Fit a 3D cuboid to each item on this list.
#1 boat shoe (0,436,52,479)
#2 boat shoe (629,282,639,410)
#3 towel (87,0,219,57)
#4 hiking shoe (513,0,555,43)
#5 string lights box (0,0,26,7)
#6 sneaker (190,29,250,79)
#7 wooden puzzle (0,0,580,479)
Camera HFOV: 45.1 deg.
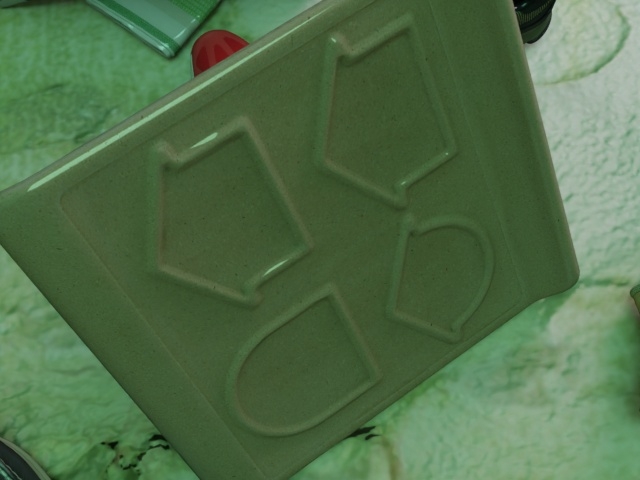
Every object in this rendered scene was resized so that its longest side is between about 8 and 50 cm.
[{"bbox_3d":[-0.311,0.166,0.586,0.285,0.092,0.103,40,81,11],"label":"boat shoe"},{"bbox_3d":[0.288,0.059,0.632,0.072,0.068,0.190,24,66,19],"label":"boat shoe"},{"bbox_3d":[-0.139,-0.256,0.737,0.113,0.023,0.152,35,76,7],"label":"towel"},{"bbox_3d":[0.099,-0.213,0.673,0.227,0.114,0.086,-11,75,-3],"label":"hiking shoe"},{"bbox_3d":[-0.210,-0.282,0.639,0.260,0.133,0.076,-6,74,22],"label":"string lights box"},{"bbox_3d":[-0.045,-0.105,0.638,0.087,0.128,0.221,-31,79,-8],"label":"sneaker"},{"bbox_3d":[0.000,0.000,0.560,0.348,0.322,0.080,-31,35,-5],"label":"wooden puzzle"}]
